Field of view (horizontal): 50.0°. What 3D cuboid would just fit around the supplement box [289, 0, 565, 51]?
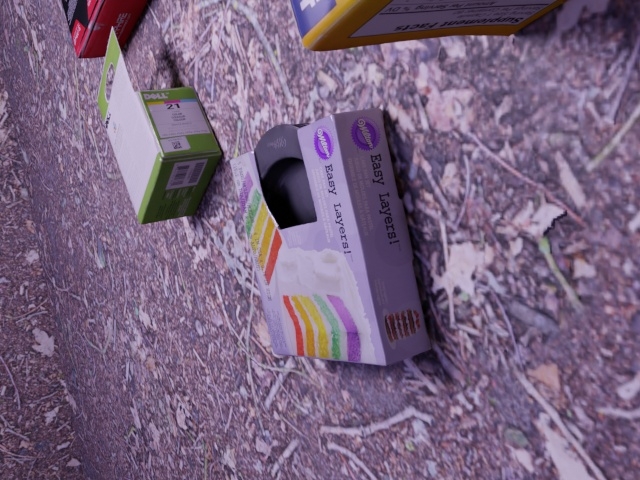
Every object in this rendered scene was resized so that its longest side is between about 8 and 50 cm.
[{"bbox_3d":[0.126,-0.262,0.343,0.357,0.194,0.195,-21,84,58],"label":"supplement box"}]

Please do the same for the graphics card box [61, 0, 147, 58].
[{"bbox_3d":[-0.400,-0.533,1.170,0.233,0.094,0.370,-26,81,58],"label":"graphics card box"}]

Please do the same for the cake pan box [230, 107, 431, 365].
[{"bbox_3d":[0.000,0.000,0.770,0.246,0.070,0.266,-7,95,56],"label":"cake pan box"}]

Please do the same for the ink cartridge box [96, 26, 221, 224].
[{"bbox_3d":[-0.266,-0.184,1.093,0.255,0.097,0.189,66,147,19],"label":"ink cartridge box"}]
